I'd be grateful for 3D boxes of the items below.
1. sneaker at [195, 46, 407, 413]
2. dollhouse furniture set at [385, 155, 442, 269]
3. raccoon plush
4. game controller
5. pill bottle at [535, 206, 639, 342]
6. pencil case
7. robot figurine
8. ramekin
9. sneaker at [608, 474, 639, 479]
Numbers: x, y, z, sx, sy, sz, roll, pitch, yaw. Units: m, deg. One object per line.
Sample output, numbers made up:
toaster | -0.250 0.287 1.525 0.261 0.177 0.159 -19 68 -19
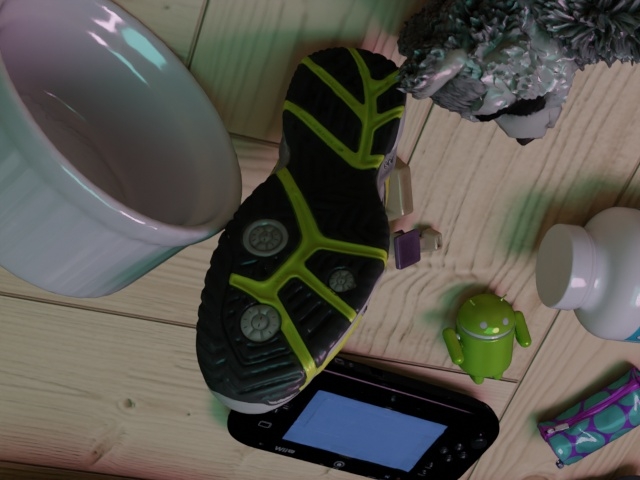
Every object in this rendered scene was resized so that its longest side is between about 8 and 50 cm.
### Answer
sneaker | 0.000 0.000 1.022 0.145 0.384 0.147 15 143 10
dollhouse furniture set | 0.072 -0.037 1.222 0.081 0.091 0.114 5 108 37
raccoon plush | 0.202 -0.307 0.997 0.299 0.216 0.446 -3 97 10
game controller | 0.053 0.221 1.365 0.319 0.067 0.166 19 120 -19
pill bottle | 0.375 0.042 1.239 0.264 0.146 0.146 7 123 -13
pencil case | 0.347 0.219 1.409 0.152 0.064 0.070 -35 139 15
robot figurine | 0.189 0.110 1.306 0.101 0.067 0.115 -11 126 -13
ramekin | -0.213 -0.084 0.991 0.135 0.277 0.277 -37 122 25
sneaker | 0.272 0.382 1.476 0.350 0.131 0.148 -30 117 7
